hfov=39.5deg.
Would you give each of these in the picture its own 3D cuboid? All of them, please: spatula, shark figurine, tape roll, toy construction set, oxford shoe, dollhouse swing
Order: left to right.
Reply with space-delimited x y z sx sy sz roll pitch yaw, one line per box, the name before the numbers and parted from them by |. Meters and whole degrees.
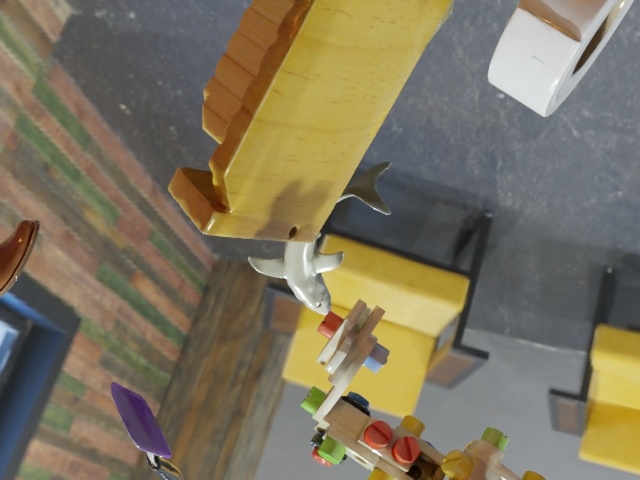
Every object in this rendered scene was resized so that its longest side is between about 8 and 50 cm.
oxford shoe | -0.496 0.045 1.319 0.076 0.212 0.076 38 -173 -31
spatula | -0.185 0.235 0.999 0.084 0.030 0.296 57 164 26
dollhouse swing | -0.074 -0.225 1.062 0.305 0.346 0.315 38 -164 27
shark figurine | -0.007 -0.024 1.418 0.166 0.116 0.278 21 122 -10
toy construction set | 0.096 0.227 1.016 0.327 0.151 0.215 47 158 8
tape roll | 0.355 -0.317 1.252 0.100 0.286 0.286 36 163 13

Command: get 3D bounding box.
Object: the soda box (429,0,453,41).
soda box | 0.164 -0.374 1.599 0.061 0.181 0.058 36 171 13
